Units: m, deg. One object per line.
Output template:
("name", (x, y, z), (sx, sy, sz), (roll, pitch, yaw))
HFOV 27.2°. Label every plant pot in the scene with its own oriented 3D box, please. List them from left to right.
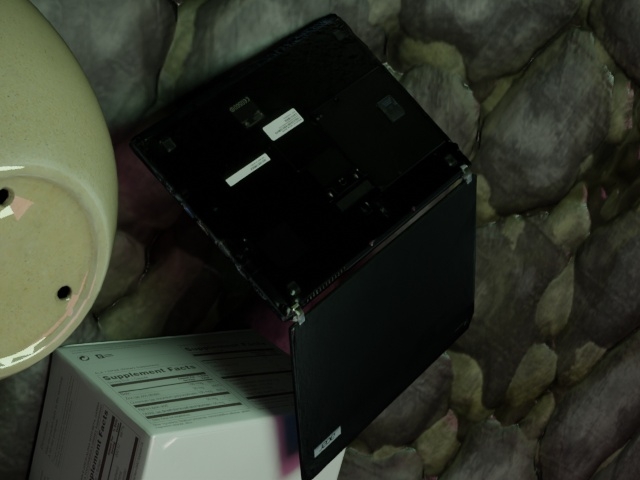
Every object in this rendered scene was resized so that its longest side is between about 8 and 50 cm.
("plant pot", (-0.231, -0.019, 0.780), (0.284, 0.191, 0.284), (-22, 127, -33))

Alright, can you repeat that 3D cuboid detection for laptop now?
("laptop", (0.000, 0.000, 1.019), (0.234, 0.264, 0.136), (-39, 175, -38))

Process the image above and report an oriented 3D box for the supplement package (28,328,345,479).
("supplement package", (-0.117, 0.223, 1.063), (0.204, 0.145, 0.262), (-2, 115, -43))
